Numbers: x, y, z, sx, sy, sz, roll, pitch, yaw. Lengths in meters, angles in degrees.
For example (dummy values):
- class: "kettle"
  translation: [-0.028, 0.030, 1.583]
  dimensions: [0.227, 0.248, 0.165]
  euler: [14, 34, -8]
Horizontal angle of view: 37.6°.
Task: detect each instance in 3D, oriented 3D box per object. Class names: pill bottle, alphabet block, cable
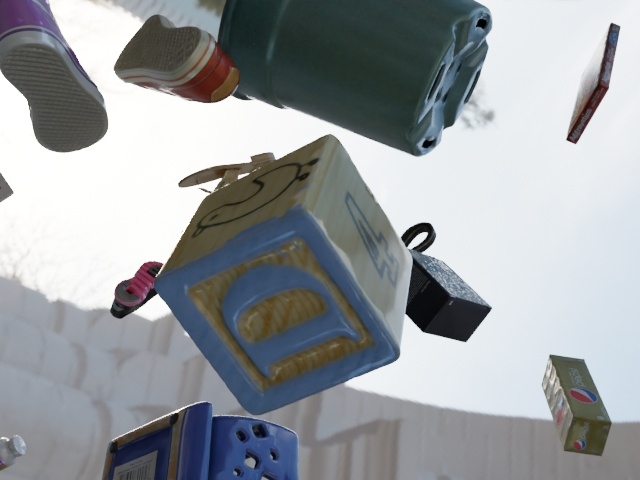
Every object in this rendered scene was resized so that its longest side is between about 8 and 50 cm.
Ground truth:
- class: "pill bottle"
  translation: [-0.477, 0.318, 1.384]
  dimensions: [0.083, 0.043, 0.043]
  euler: [-28, -141, 7]
- class: "alphabet block"
  translation: [-0.029, 0.034, 1.007]
  dimensions: [0.192, 0.193, 0.197]
  euler: [-24, -158, 20]
- class: "cable"
  translation: [0.130, 0.051, 2.111]
  dimensions: [0.287, 0.072, 0.139]
  euler: [-29, -136, 12]

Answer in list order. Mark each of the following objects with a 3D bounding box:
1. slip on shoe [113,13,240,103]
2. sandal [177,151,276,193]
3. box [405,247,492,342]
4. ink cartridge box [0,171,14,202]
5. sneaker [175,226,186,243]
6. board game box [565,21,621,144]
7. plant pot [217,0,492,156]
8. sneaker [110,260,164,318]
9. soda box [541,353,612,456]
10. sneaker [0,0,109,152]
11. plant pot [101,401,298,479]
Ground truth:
- class: "slip on shoe"
  translation: [-0.222, -0.263, 1.408]
  dimensions: [0.123, 0.101, 0.331]
  euler: [-56, -146, -6]
- class: "sandal"
  translation: [-0.209, -0.137, 2.212]
  dimensions: [0.088, 0.240, 0.079]
  euler: [117, -46, -73]
- class: "box"
  translation: [0.216, 0.104, 1.795]
  dimensions: [0.093, 0.156, 0.158]
  euler: [-55, -130, 15]
- class: "ink cartridge box"
  translation: [-0.539, -0.072, 1.241]
  dimensions: [0.093, 0.160, 0.219]
  euler: [-21, -163, 33]
- class: "sneaker"
  translation: [-0.235, -0.023, 1.807]
  dimensions: [0.061, 0.053, 0.152]
  euler: [-23, -166, 22]
- class: "board game box"
  translation: [0.568, -0.330, 1.955]
  dimensions: [0.281, 0.027, 0.145]
  euler: [-62, 173, -48]
- class: "plant pot"
  translation: [0.068, -0.312, 1.494]
  dimensions: [0.334, 0.341, 0.341]
  euler: [29, -89, 19]
- class: "sneaker"
  translation: [-0.241, 0.069, 1.266]
  dimensions: [0.119, 0.047, 0.057]
  euler: [-33, 158, -54]
- class: "soda box"
  translation: [0.380, 0.242, 1.408]
  dimensions: [0.181, 0.058, 0.061]
  euler: [-86, -176, -67]
- class: "sneaker"
  translation: [-0.354, -0.237, 1.227]
  dimensions: [0.282, 0.102, 0.161]
  euler: [91, -21, -65]
- class: "plant pot"
  translation: [-0.184, 0.373, 1.345]
  dimensions: [0.236, 0.212, 0.235]
  euler: [-27, -135, 31]
